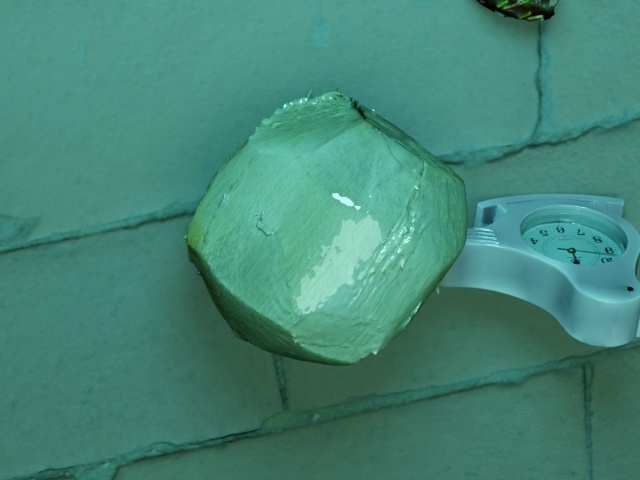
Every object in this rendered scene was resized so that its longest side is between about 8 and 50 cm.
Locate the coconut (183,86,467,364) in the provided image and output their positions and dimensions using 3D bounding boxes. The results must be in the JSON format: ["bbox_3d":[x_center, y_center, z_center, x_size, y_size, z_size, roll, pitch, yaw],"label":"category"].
[{"bbox_3d":[0.000,0.000,1.943,0.346,0.346,0.360,32,101,-24],"label":"coconut"}]

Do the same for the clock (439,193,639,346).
[{"bbox_3d":[0.309,0.035,2.057,0.290,0.275,0.080,0,124,-5],"label":"clock"}]

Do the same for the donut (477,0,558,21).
[{"bbox_3d":[0.283,-0.395,1.905,0.230,0.096,0.216,-24,121,5],"label":"donut"}]
